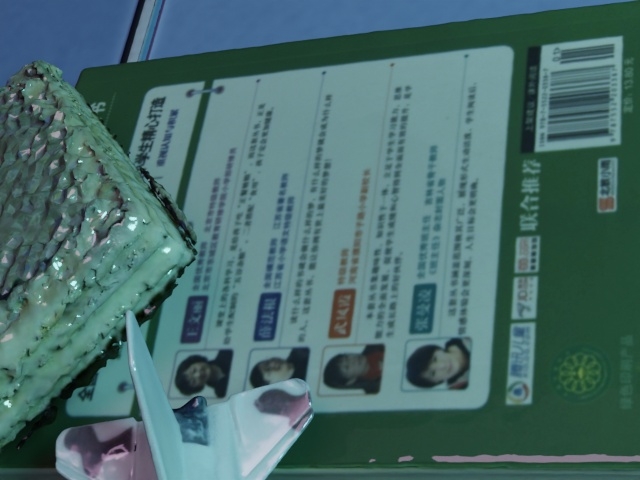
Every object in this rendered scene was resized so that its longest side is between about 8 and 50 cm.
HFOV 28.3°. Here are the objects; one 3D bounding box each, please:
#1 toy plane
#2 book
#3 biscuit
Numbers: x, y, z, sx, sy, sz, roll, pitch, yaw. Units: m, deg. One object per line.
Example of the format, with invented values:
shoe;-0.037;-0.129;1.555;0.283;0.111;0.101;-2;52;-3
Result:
toy plane;-0.035;0.141;0.392;0.160;0.082;0.234;-13;68;6
book;0.000;0.000;0.498;0.264;0.027;0.202;-4;57;21
biscuit;-0.168;0.044;0.501;0.250;0.046;0.147;-44;43;5
